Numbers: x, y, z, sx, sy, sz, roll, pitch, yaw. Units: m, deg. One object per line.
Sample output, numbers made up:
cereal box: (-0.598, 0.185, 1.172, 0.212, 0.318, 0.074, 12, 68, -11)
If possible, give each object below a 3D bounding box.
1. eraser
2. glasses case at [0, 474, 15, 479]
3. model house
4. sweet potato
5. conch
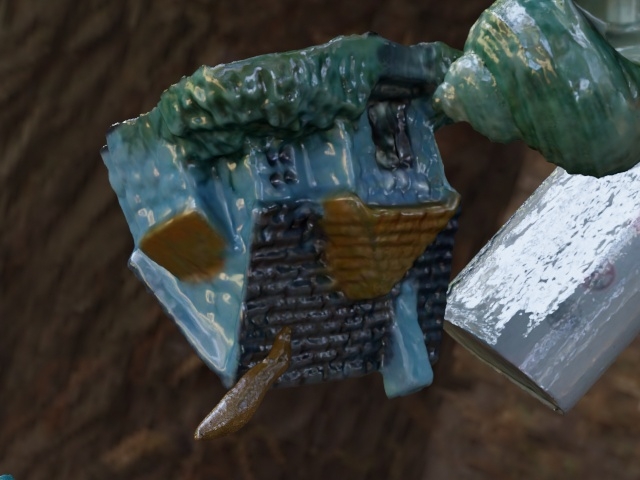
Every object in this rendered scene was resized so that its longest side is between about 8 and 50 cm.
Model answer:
eraser: (0.214, 0.014, 1.576, 0.081, 0.227, 0.174, 46, -7, -34)
glasses case: (-0.109, 0.268, 1.021, 0.301, 0.070, 0.117, 47, 56, 7)
model house: (0.000, 0.000, 1.433, 0.261, 0.241, 0.226, -5, -13, -46)
sweet potato: (-0.047, 0.102, 1.344, 0.026, 0.026, 0.115, 26, 52, 23)
conch: (0.176, -0.138, 1.367, 0.202, 0.196, 0.134, -32, 14, -29)
